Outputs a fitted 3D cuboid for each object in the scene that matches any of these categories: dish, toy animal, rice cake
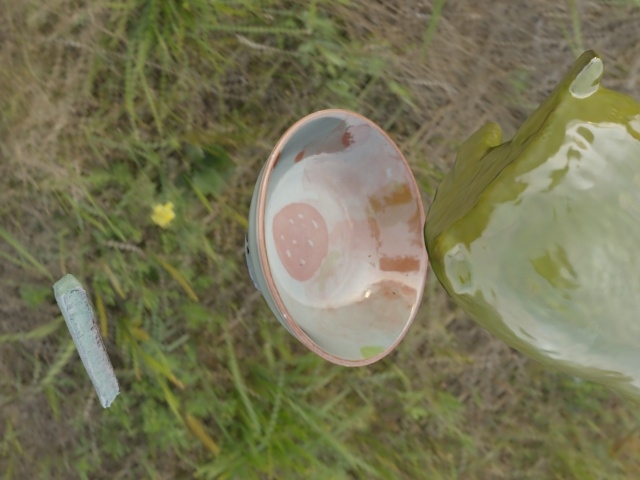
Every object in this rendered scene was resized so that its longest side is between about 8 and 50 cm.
[{"bbox_3d":[0.000,0.000,1.412,0.260,0.085,0.260,9,77,-48],"label":"dish"},{"bbox_3d":[0.237,0.035,0.937,0.363,0.181,0.180,30,55,-20],"label":"toy animal"},{"bbox_3d":[-0.266,0.119,1.590,0.033,0.033,0.208,-28,136,-16],"label":"rice cake"}]
